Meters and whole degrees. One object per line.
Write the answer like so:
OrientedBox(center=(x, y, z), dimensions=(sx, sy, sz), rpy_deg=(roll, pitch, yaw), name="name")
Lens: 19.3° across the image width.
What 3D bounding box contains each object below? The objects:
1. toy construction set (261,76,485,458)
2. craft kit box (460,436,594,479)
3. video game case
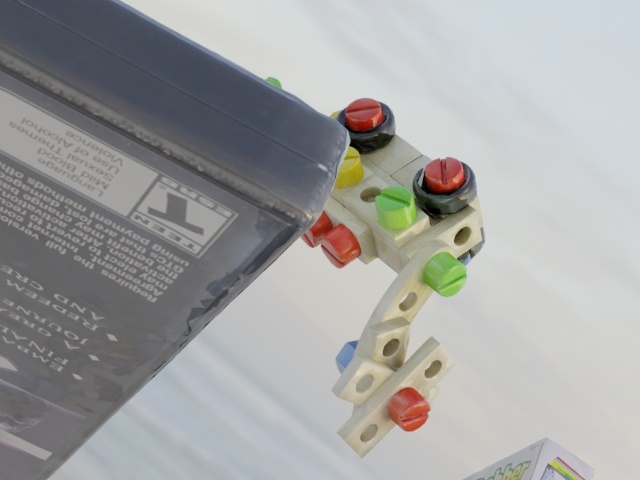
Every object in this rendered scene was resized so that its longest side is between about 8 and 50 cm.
OrientedBox(center=(0.000, 0.000, 1.454), dimensions=(0.328, 0.215, 0.151), rpy_deg=(47, -21, 27), name="toy construction set")
OrientedBox(center=(0.086, 0.295, 1.432), dimensions=(0.061, 0.246, 0.250), rpy_deg=(37, -38, -12), name="craft kit box")
OrientedBox(center=(-0.129, -0.011, 0.420), dimensions=(0.196, 0.026, 0.274), rpy_deg=(28, -26, -10), name="video game case")
